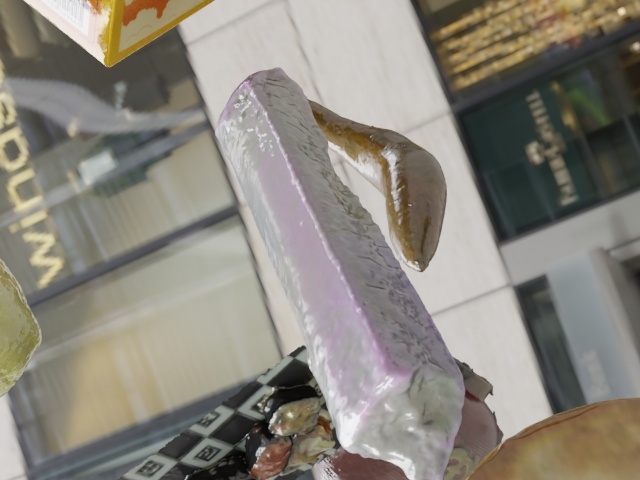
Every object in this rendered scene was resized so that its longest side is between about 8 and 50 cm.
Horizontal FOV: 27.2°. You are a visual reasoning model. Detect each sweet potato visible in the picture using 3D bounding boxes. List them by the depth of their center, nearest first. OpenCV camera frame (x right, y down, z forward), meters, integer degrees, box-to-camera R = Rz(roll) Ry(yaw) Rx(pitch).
[{"bbox_3d":[0.078,-0.080,1.520,0.108,0.079,0.346,-2,-146,-29],"label":"sweet potato"}]

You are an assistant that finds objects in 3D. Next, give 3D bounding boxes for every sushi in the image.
[{"bbox_3d":[-0.049,0.173,1.018,0.139,0.201,0.031,39,-161,-46],"label":"sushi"}]

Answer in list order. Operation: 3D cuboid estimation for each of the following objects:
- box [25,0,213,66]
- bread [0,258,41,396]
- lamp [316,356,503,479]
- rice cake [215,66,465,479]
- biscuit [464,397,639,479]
[{"bbox_3d":[-0.243,-0.402,1.511,0.283,0.214,0.259,39,-125,15],"label":"box"},{"bbox_3d":[-0.487,0.074,1.541,0.320,0.237,0.320,44,172,7],"label":"bread"},{"bbox_3d":[0.100,0.250,1.507,0.180,0.258,0.180,35,-178,-1],"label":"lamp"},{"bbox_3d":[-0.001,0.000,0.865,0.064,0.070,0.399,14,-152,-27],"label":"rice cake"},{"bbox_3d":[0.199,0.207,0.884,0.204,0.309,0.040,60,168,32],"label":"biscuit"}]
